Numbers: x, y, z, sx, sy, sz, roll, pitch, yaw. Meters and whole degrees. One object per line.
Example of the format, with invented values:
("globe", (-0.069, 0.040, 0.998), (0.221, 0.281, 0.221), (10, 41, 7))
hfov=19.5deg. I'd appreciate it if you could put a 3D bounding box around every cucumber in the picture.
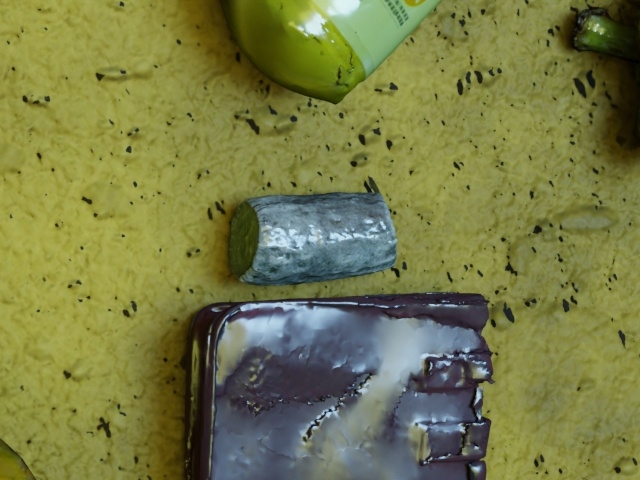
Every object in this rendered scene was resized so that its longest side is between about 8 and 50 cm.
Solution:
("cucumber", (-0.002, 0.000, 1.237), (0.112, 0.064, 0.064), (-2, 96, -21))

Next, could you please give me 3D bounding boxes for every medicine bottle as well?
("medicine bottle", (0.040, -0.198, 1.203), (0.124, 0.124, 0.239), (45, 82, -16))

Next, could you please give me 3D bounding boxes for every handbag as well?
("handbag", (0.014, 0.135, 1.250), (0.216, 0.074, 0.203), (-2, 96, -19))

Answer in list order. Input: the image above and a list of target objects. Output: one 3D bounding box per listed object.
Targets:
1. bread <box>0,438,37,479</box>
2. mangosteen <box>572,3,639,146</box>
("bread", (-0.230, 0.241, 1.017), (0.215, 0.398, 0.398), (-34, 105, -22))
("mangosteen", (0.291, -0.125, 1.276), (0.184, 0.172, 0.172), (-34, 106, 15))
